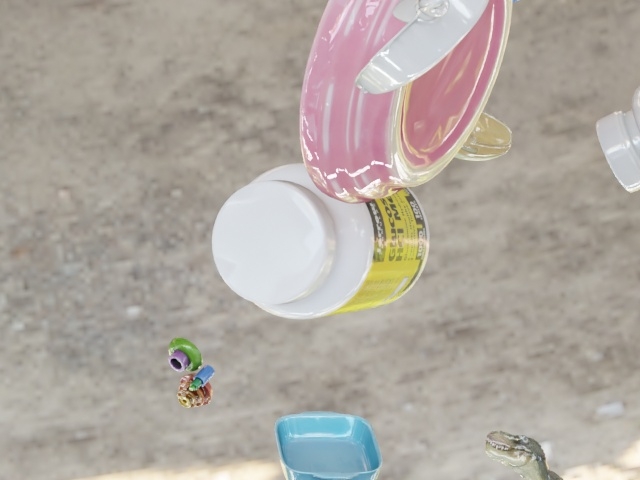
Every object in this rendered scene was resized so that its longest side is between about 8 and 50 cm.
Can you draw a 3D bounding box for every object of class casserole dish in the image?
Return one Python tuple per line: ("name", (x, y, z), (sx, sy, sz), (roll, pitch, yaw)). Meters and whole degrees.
("casserole dish", (0.007, 0.241, 1.887), (0.114, 0.037, 0.188), (1, -163, -6))

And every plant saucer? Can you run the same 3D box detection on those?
("plant saucer", (0.101, -0.184, 1.702), (0.084, 0.332, 0.332), (25, 167, 24))

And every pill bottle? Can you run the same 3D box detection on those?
("pill bottle", (0.403, -0.133, 1.781), (0.208, 0.118, 0.117), (-25, 151, 21))
("pill bottle", (0.000, 0.000, 2.056), (0.188, 0.188, 0.334), (-22, 174, 20))

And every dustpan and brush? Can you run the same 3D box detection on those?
("dustpan and brush", (0.086, -0.177, 1.334), (0.147, 0.060, 0.211), (-46, -166, 0))

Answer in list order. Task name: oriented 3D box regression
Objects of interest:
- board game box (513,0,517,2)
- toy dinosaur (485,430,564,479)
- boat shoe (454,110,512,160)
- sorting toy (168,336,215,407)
("board game box", (0.268, -0.320, 2.011), (0.133, 0.169, 0.033), (-39, 110, 3))
("toy dinosaur", (0.247, 0.320, 1.778), (0.064, 0.118, 0.268), (-4, 131, 49))
("boat shoe", (0.173, -0.147, 2.125), (0.190, 0.068, 0.072), (7, 153, -31))
("sorting toy", (-0.171, 0.177, 2.170), (0.061, 0.042, 0.102), (1, 123, 38))
